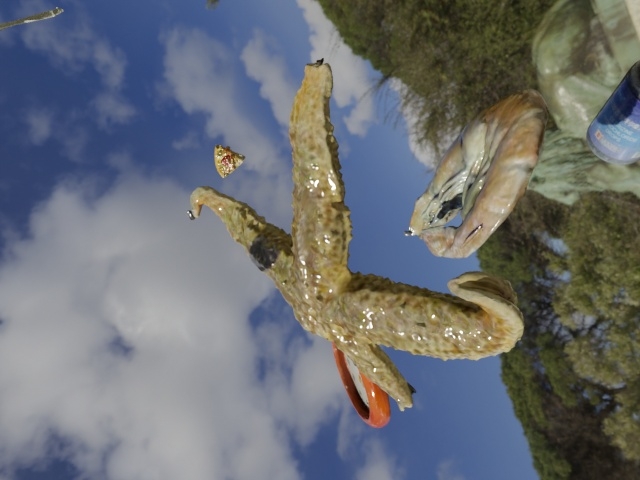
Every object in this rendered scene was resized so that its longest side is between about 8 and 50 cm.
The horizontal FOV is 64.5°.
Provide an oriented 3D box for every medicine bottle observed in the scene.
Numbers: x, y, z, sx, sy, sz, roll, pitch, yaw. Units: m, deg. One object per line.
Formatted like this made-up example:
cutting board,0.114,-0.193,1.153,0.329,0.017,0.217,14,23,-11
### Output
medicine bottle,0.405,-0.180,0.612,0.203,0.083,0.084,91,173,-63

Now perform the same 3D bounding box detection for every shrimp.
shrimp,0.116,-0.031,0.420,0.047,0.223,0.126,20,-114,-3

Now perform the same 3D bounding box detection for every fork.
fork,-0.320,-0.219,0.516,0.115,0.012,0.016,-26,-107,-22

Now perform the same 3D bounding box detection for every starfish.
starfish,0.000,0.000,0.573,0.082,0.324,0.432,-26,-115,-36

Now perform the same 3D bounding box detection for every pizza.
pizza,-0.224,-0.200,1.239,0.025,0.078,0.083,-31,-72,-76

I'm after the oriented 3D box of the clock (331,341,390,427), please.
clock,0.077,0.246,0.949,0.205,0.051,0.205,163,90,-75
